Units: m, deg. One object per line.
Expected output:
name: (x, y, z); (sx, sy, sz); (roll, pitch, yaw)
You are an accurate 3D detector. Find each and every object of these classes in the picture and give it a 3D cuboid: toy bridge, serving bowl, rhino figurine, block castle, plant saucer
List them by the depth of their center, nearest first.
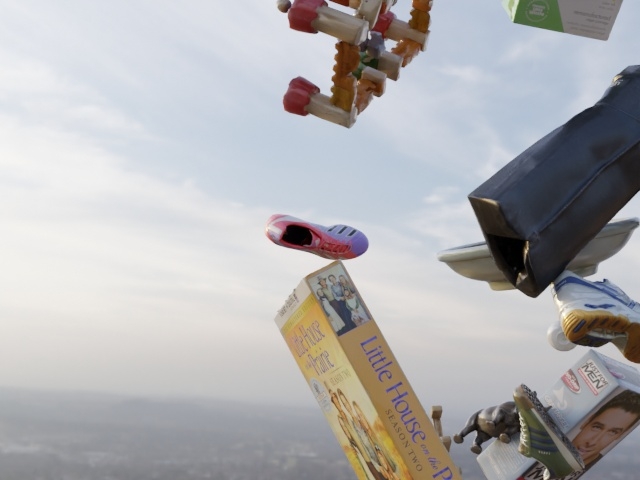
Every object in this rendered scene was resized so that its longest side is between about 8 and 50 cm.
plant saucer: (0.437, 0.034, 1.779); (0.400, 0.100, 0.400); (-10, 0, 0)
rhino figurine: (0.403, 0.388, 1.930); (0.243, 0.073, 0.106); (-34, 2, 45)
block castle: (0.080, -0.488, 1.982); (0.213, 0.453, 0.303); (26, -41, 18)
toy bridge: (0.278, 0.464, 1.999); (0.026, 0.188, 0.063); (-4, -47, -8)
serving bowl: (0.622, 0.246, 2.281); (0.083, 0.083, 0.027); (1, 10, 13)

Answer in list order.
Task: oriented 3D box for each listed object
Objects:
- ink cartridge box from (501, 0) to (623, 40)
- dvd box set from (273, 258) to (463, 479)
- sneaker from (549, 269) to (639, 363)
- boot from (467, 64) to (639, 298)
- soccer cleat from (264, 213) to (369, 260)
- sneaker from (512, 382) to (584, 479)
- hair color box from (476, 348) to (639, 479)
ink cartridge box: (0.504, -0.582, 1.703); (0.207, 0.353, 0.119); (9, 32, -6)
dvd box set: (0.075, 0.251, 1.207); (0.062, 0.420, 0.307); (-26, -8, -16)
sneaker: (0.524, 0.124, 1.550); (0.296, 0.131, 0.112); (20, -53, -32)
boot: (0.504, -0.049, 1.563); (0.445, 0.367, 0.146); (-40, 9, -26)
soccer cleat: (0.000, 0.000, 1.874); (0.248, 0.083, 0.095); (14, 11, -26)
sneaker: (0.390, 0.358, 1.621); (0.086, 0.192, 0.064); (-36, 5, 19)
hair color box: (0.547, 0.422, 1.973); (0.185, 0.374, 0.113); (23, 26, -37)
